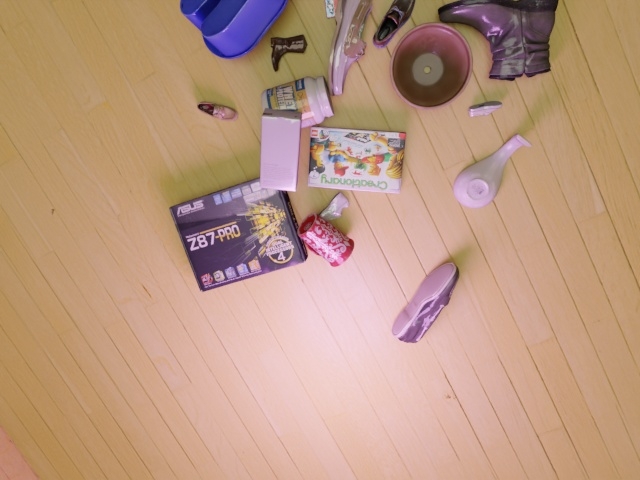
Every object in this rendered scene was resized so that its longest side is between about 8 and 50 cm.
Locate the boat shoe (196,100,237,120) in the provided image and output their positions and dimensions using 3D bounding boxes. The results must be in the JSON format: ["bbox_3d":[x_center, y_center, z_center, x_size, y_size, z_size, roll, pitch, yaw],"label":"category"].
[{"bbox_3d":[-0.340,-0.422,1.546,0.135,0.045,0.050,13,106,4],"label":"boat shoe"}]

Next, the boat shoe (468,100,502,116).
[{"bbox_3d":[0.508,-0.402,1.455,0.100,0.035,0.035,-11,131,6],"label":"boat shoe"}]

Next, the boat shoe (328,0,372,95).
[{"bbox_3d":[0.087,-0.586,1.414,0.103,0.113,0.303,9,110,3],"label":"boat shoe"}]

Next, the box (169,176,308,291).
[{"bbox_3d":[-0.274,-0.027,1.618,0.394,0.097,0.319,-15,99,10],"label":"box"}]

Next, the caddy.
[{"bbox_3d":[-0.243,-0.710,1.394,0.341,0.179,0.241,-46,72,16],"label":"caddy"}]

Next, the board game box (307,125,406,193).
[{"bbox_3d":[0.115,-0.262,1.528,0.305,0.053,0.193,5,106,6],"label":"board game box"}]

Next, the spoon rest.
[{"bbox_3d":[0.538,-0.217,1.485,0.137,0.084,0.276,38,119,-3],"label":"spoon rest"}]

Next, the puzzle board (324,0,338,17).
[{"bbox_3d":[0.057,-0.748,1.427,0.096,0.011,0.128,-6,105,9],"label":"puzzle board"}]

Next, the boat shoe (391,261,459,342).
[{"bbox_3d":[0.372,0.217,1.605,0.095,0.112,0.335,27,113,-19],"label":"boat shoe"}]

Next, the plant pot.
[{"bbox_3d":[0.324,-0.513,1.406,0.237,0.110,0.238,2,106,7],"label":"plant pot"}]

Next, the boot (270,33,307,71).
[{"bbox_3d":[-0.097,-0.586,1.480,0.114,0.037,0.107,-2,107,3],"label":"boot"}]

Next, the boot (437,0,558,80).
[{"bbox_3d":[0.506,-0.578,1.368,0.337,0.118,0.223,4,111,11],"label":"boot"}]

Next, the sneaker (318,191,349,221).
[{"bbox_3d":[0.035,-0.089,1.585,0.061,0.054,0.152,42,105,-8],"label":"sneaker"}]

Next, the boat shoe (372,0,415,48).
[{"bbox_3d":[0.222,-0.657,1.402,0.066,0.066,0.183,31,106,-2],"label":"boat shoe"}]

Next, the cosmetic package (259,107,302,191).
[{"bbox_3d":[-0.120,-0.271,1.424,0.117,0.086,0.231,6,121,-2],"label":"cosmetic package"}]

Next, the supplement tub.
[{"bbox_3d":[-0.069,-0.419,1.461,0.199,0.144,0.145,-14,103,11],"label":"supplement tub"}]

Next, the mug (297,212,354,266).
[{"bbox_3d":[0.001,0.005,1.559,0.150,0.113,0.169,-37,120,26],"label":"mug"}]
